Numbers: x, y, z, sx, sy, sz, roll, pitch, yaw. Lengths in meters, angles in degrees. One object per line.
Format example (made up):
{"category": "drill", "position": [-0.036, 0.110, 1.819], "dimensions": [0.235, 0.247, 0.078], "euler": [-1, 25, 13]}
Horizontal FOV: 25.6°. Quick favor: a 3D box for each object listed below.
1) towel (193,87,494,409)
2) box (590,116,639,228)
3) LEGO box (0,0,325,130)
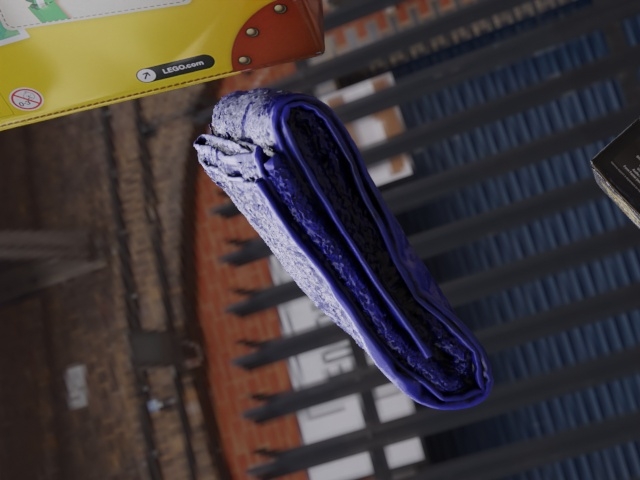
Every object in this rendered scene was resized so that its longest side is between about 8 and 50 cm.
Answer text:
{"category": "towel", "position": [0.000, 0.000, 0.986], "dimensions": [0.227, 0.076, 0.308], "euler": [58, 175, -11]}
{"category": "box", "position": [0.418, -0.049, 1.103], "dimensions": [0.295, 0.293, 0.073], "euler": [49, -178, 20]}
{"category": "LEGO box", "position": [-0.284, -0.244, 0.852], "dimensions": [0.372, 0.500, 0.193], "euler": [65, -164, -51]}
